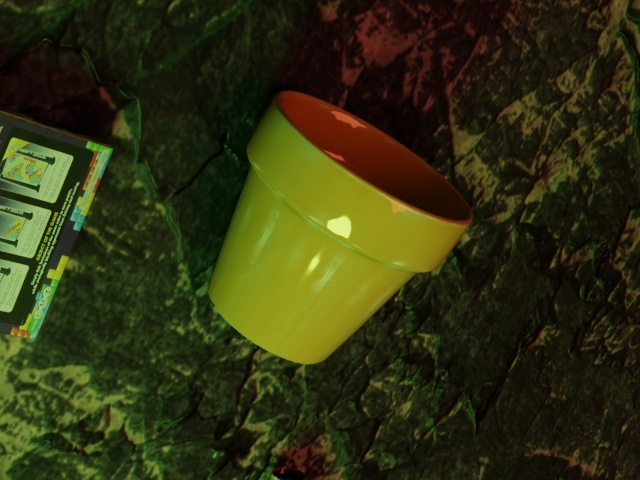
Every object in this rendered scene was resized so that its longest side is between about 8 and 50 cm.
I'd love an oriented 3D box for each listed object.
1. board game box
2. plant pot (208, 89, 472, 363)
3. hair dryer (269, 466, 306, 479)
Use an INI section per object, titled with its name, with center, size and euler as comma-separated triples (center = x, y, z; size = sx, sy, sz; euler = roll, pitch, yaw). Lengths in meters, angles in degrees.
[board game box]
center = -0.253, -0.017, 1.120
size = 0.141, 0.048, 0.170
euler = 18, 97, -48
[plant pot]
center = 0.000, 0.000, 1.301
size = 0.205, 0.205, 0.188
euler = 13, 116, -49
[hair dryer]
center = -0.015, 0.341, 1.569
size = 0.223, 0.080, 0.293
euler = -59, 148, -30
